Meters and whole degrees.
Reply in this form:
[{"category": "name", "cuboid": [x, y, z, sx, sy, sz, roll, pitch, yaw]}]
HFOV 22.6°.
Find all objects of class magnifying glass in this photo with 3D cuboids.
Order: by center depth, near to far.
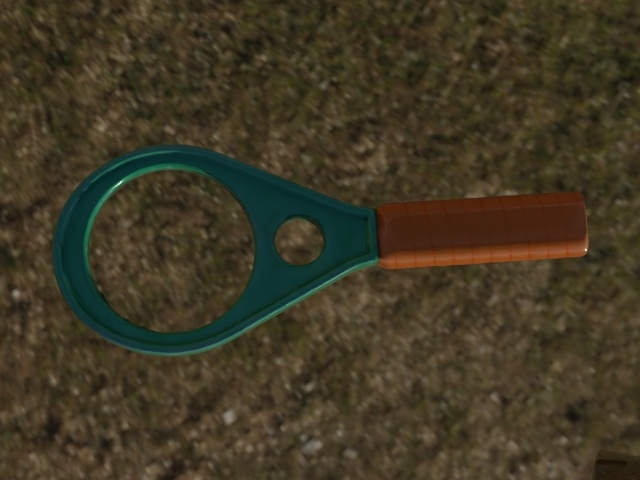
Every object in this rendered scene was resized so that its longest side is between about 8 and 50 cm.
[{"category": "magnifying glass", "cuboid": [0.000, 0.000, 0.696, 0.231, 0.026, 0.092, -3, 82, -5]}]

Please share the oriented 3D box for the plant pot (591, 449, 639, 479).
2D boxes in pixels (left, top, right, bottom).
[{"category": "plant pot", "cuboid": [0.200, 0.184, 0.451, 0.254, 0.237, 0.237, 2, 117, 11]}]
